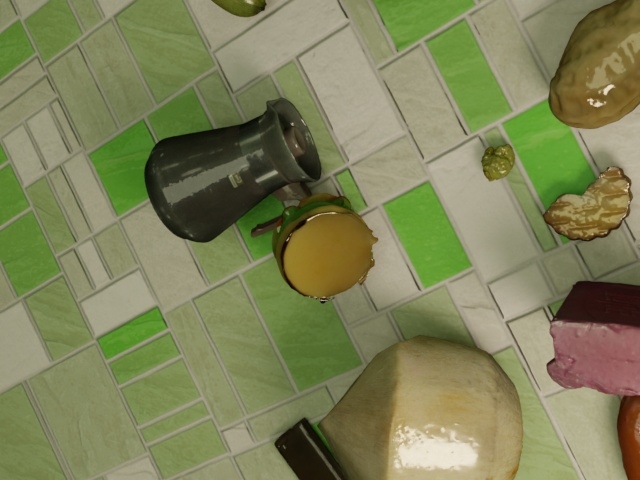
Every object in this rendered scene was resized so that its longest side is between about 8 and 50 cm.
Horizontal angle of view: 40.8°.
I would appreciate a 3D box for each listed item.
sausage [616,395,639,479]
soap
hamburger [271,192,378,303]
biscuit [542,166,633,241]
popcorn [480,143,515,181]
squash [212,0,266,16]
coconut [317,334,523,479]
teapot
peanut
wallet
[{"bbox_3d":[0.656,0.414,1.691,0.133,0.133,0.258,-12,94,24],"label":"sausage"},{"bbox_3d":[0.554,0.173,1.569,0.233,0.359,0.128,4,100,23],"label":"soap"},{"bbox_3d":[0.000,0.000,1.871,0.237,0.149,0.237,-7,118,-13],"label":"hamburger"},{"bbox_3d":[0.540,-0.061,1.705,0.183,0.061,0.118,-32,86,26],"label":"biscuit"},{"bbox_3d":[0.368,-0.159,1.766,0.083,0.059,0.068,-48,48,-2],"label":"popcorn"},{"bbox_3d":[-0.197,-0.569,1.916,0.187,0.123,0.123,44,111,8],"label":"squash"},{"bbox_3d":[0.197,0.385,1.762,0.415,0.344,0.415,0,89,-3],"label":"coconut"},{"bbox_3d":[-0.182,-0.139,1.916,0.344,0.253,0.300,-22,122,19],"label":"teapot"},{"bbox_3d":[0.574,-0.373,1.590,0.387,0.169,0.192,-49,49,16],"label":"peanut"},{"bbox_3d":[-0.017,0.530,2.042,0.110,0.031,0.198,-41,81,23],"label":"wallet"}]
